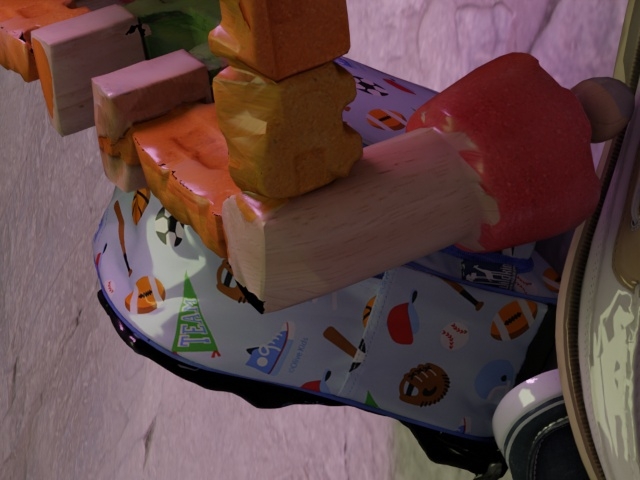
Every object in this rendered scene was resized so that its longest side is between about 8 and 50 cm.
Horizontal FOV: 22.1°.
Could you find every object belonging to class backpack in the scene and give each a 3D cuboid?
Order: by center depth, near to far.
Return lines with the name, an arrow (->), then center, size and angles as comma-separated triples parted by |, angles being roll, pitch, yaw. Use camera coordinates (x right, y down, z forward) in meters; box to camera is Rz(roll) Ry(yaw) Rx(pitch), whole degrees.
backpack -> 0.000, 0.000, 0.998 | 0.276, 0.263, 0.213 | -135, 54, -64

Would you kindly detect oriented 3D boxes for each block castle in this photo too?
block castle -> -0.046, -0.194, 0.805 | 0.453, 0.212, 0.303 | 38, 142, 51

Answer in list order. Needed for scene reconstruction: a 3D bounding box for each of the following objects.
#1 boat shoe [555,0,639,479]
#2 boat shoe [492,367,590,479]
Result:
boat shoe -> 0.182, -0.006, 0.747 | 0.103, 0.113, 0.302 | 162, 113, -72
boat shoe -> 0.135, 0.138, 0.834 | 0.183, 0.065, 0.083 | 71, 180, -55
